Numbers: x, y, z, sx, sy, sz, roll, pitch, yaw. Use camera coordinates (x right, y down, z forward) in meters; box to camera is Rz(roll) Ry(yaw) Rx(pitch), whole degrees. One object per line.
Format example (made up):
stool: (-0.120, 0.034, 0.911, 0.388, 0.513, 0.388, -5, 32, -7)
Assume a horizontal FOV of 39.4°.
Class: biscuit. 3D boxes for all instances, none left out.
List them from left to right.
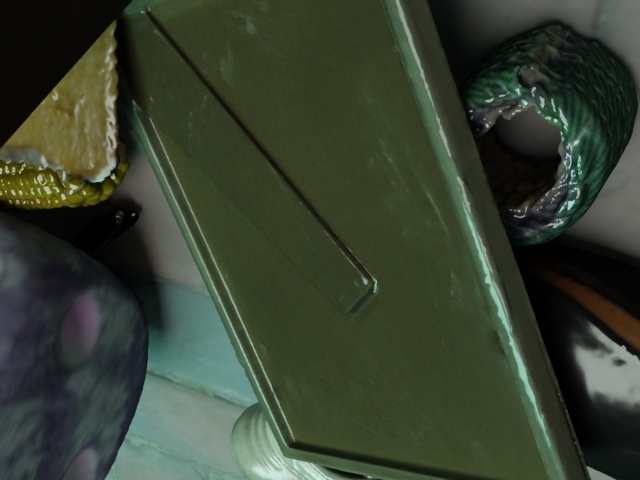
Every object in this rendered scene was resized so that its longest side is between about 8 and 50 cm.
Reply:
biscuit: (-0.260, -0.176, 0.721, 0.232, 0.013, 0.237, 12, 111, 20)

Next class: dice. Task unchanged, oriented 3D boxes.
dice: (-0.346, 0.127, 0.867, 0.270, 0.271, 0.270, 14, 158, 17)

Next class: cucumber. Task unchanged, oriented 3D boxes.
cucumber: (-0.224, -0.006, 0.904, 0.135, 0.033, 0.034, -37, 72, 44)

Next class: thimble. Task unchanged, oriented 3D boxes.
thimble: (0.138, -0.066, 0.595, 0.118, 0.090, 0.135, 39, 138, -1)

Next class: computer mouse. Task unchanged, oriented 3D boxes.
computer mouse: (0.246, 0.116, 0.683, 0.323, 0.116, 0.183, 21, 141, 11)

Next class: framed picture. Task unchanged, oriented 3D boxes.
framed picture: (0.000, 0.000, 0.674, 0.326, 0.028, 0.446, -2, 115, 47)

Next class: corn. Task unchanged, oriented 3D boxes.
corn: (-0.280, -0.071, 0.832, 0.261, 0.097, 0.097, -3, 127, 33)

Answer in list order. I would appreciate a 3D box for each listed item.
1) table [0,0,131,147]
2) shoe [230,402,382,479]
table: (-0.303, -0.226, 0.549, 0.282, 0.196, 0.251, 22, 151, 15)
shoe: (0.066, 0.243, 0.903, 0.316, 0.124, 0.159, 33, 131, 0)
